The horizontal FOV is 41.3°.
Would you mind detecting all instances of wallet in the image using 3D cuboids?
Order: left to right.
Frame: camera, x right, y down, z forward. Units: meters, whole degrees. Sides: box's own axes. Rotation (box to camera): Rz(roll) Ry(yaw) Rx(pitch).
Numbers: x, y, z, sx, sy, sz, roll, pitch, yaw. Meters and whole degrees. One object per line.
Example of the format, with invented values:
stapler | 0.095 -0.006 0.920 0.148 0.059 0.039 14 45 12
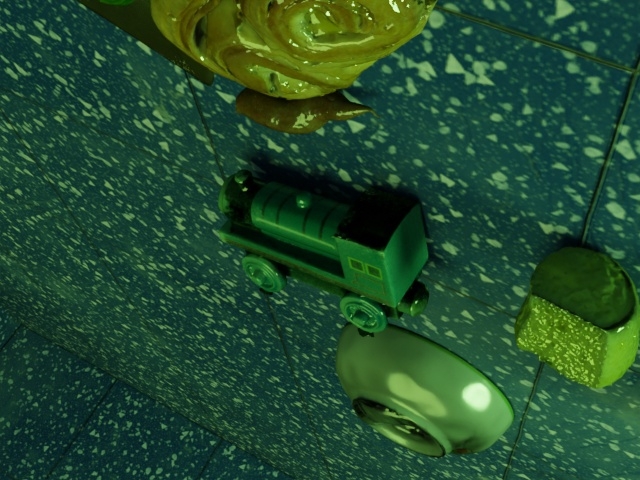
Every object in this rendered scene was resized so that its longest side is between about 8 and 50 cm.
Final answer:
wallet | -0.189 -0.252 0.925 0.198 0.031 0.110 33 158 1

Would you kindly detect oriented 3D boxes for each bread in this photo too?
bread | -0.027 -0.199 0.661 0.198 0.120 0.236 22 159 -24
bread | 0.273 0.076 0.887 0.129 0.111 0.114 24 152 24

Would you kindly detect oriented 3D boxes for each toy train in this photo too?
toy train | 0.000 0.000 1.087 0.298 0.120 0.194 19 146 29

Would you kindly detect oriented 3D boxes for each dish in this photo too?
dish | 0.150 0.278 1.426 0.324 0.124 0.324 27 157 13

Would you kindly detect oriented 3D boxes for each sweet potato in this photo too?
sweet potato | -0.018 -0.140 0.906 0.195 0.056 0.056 7 146 37

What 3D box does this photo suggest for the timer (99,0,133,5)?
timer | -0.219 -0.299 0.819 0.140 0.047 0.128 43 144 -6
